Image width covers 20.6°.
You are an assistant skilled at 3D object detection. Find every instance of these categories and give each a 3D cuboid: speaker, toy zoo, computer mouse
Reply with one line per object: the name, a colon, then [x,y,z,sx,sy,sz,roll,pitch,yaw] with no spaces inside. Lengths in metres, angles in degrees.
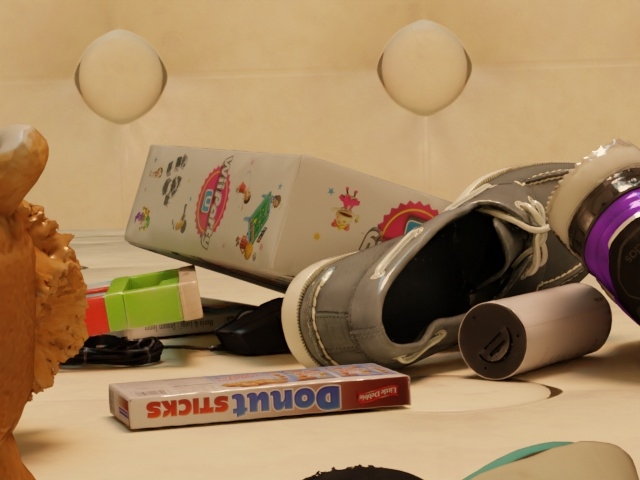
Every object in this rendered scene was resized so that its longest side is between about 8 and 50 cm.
speaker: [0.154,0.063,1.242,0.055,0.055,0.136,1,6,35]
toy zoo: [-0.239,0.062,1.369,0.293,0.030,0.192,-10,3,-5]
computer mouse: [-0.090,0.068,1.355,0.242,0.041,0.071,-4,6,-24]

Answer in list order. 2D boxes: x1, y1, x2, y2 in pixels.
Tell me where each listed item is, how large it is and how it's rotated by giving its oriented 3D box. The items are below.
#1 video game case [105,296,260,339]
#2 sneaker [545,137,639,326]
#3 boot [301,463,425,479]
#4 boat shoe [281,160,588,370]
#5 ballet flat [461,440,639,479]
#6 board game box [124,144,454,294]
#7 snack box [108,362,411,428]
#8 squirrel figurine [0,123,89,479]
video game case: [-0.138,0.067,1.543,0.143,0.019,0.157,-4,4,-29]
sneaker: [0.269,0.042,1.254,0.146,0.102,0.293,51,14,34]
boot: [0.051,0.113,0.704,0.121,0.045,0.099,-3,1,-16]
boat shoe: [0.123,0.018,1.269,0.319,0.116,0.099,-21,7,-34]
ballet flat: [0.036,0.117,0.507,0.248,0.086,0.086,-8,7,-44]
board game box: [0.000,0.000,1.444,0.224,0.097,0.303,18,-4,-27]
snack box: [-0.038,0.095,1.091,0.178,0.022,0.064,-3,4,-18]
squirrel figurine: [-0.268,0.001,0.888,0.370,0.281,0.397,8,11,27]
